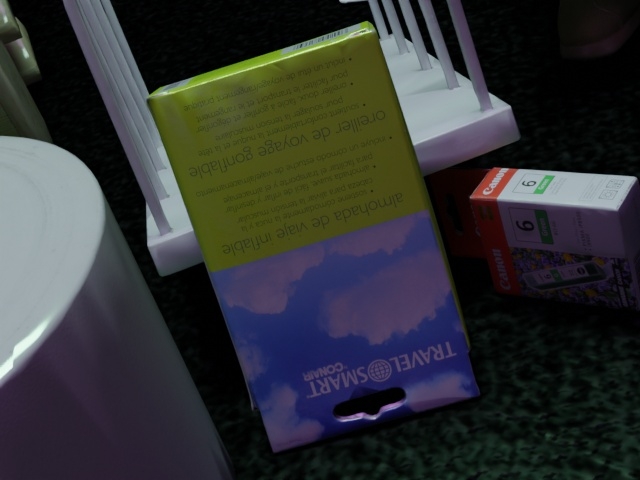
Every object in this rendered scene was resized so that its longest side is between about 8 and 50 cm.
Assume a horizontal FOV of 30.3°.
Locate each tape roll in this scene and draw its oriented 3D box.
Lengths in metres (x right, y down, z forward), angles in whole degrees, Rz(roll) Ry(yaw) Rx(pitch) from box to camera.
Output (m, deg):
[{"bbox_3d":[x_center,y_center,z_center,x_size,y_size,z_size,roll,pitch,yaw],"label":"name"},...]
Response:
[{"bbox_3d":[-0.174,0.090,0.503,0.246,0.169,0.246,-13,34,9],"label":"tape roll"}]

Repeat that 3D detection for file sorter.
[{"bbox_3d":[-0.037,-0.130,0.684,0.192,0.173,0.278,-22,20,-2],"label":"file sorter"}]

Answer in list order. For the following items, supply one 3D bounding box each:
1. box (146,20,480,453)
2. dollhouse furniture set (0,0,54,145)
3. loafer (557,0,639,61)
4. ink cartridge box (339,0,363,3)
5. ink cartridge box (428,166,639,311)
[{"bbox_3d":[0.000,0.000,0.550,0.109,0.178,0.042,-16,14,6],"label":"box"},{"bbox_3d":[-0.371,-0.180,0.835,0.256,0.362,0.394,-22,64,-6],"label":"dollhouse furniture set"},{"bbox_3d":[0.200,-0.174,0.788,0.056,0.050,0.148,5,41,32],"label":"loafer"},{"bbox_3d":[0.080,-0.268,0.970,0.104,0.060,0.180,-1,38,25],"label":"ink cartridge box"},{"bbox_3d":[0.103,-0.003,0.585,0.115,0.063,0.029,6,41,35],"label":"ink cartridge box"}]
